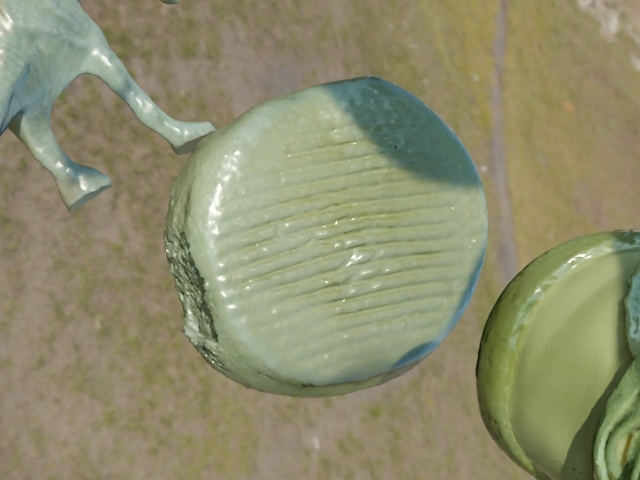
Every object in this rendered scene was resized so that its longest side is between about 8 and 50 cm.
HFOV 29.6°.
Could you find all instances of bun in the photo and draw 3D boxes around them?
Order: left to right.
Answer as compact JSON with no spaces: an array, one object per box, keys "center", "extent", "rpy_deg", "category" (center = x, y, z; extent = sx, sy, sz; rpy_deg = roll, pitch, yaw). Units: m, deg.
[{"center":[0.003,-0.001,0.790],"extent":[0.108,0.221,0.221],"rpy_deg":[4,-67,65],"category":"bun"}]

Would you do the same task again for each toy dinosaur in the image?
[{"center":[-0.182,-0.105,0.777],"extent":[0.205,0.092,0.393],"rpy_deg":[53,41,-12],"category":"toy dinosaur"}]

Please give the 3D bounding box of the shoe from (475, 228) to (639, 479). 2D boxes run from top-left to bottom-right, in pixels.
[{"center":[0.175,0.071,0.459],"extent":[0.128,0.262,0.140],"rpy_deg":[14,98,-61],"category":"shoe"}]
